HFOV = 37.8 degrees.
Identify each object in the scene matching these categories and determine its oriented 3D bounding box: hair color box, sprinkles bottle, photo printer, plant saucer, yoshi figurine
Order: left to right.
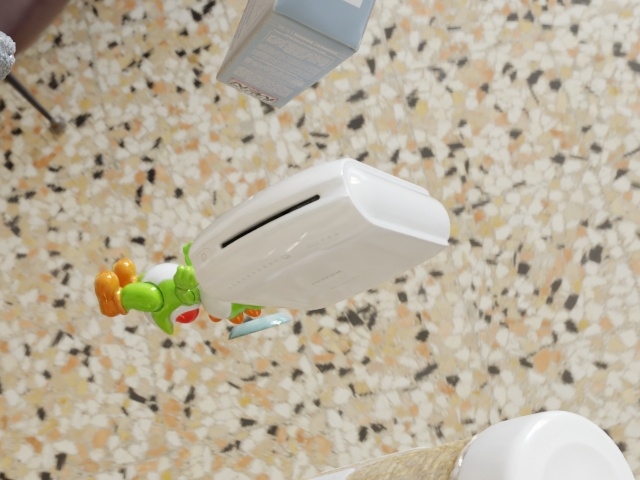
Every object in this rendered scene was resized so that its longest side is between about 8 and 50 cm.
[{"bbox_3d":[-0.275,0.067,1.942,0.362,0.203,0.204,-1,63,11],"label":"yoshi figurine"},{"bbox_3d":[-0.108,0.148,1.636,0.119,0.119,0.021,-17,85,4],"label":"plant saucer"},{"bbox_3d":[-0.026,-0.308,1.228,0.113,0.374,0.185,23,82,-15],"label":"hair color box"},{"bbox_3d":[0.000,0.000,1.203,0.256,0.307,0.107,-26,71,24],"label":"photo printer"},{"bbox_3d":[0.057,0.216,0.682,0.121,0.355,0.121,15,62,-31],"label":"sprinkles bottle"}]

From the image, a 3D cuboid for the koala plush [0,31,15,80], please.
[{"bbox_3d":[-0.477,-0.206,1.029,0.196,0.221,0.203,25,78,-2],"label":"koala plush"}]
